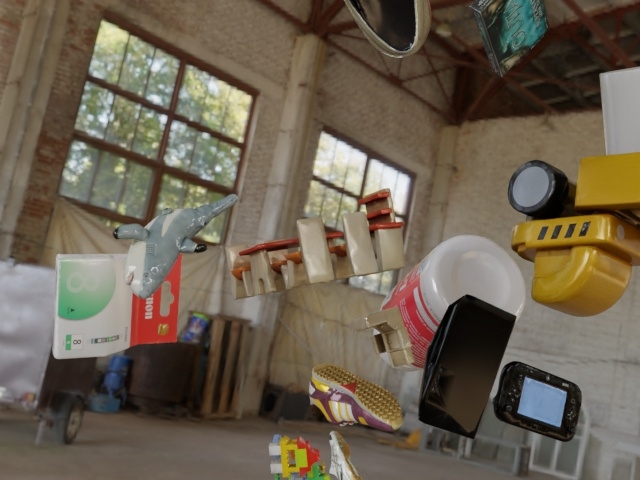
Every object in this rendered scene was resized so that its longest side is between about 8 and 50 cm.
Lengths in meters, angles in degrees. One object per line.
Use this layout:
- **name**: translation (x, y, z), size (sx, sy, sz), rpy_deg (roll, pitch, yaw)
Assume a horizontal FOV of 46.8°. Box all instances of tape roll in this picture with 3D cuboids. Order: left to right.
- **tape roll**: translation (0.629, -0.231, 1.312), size (0.246, 0.169, 0.246), rpy_deg (-8, 11, 2)

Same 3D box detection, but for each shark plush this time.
- **shark plush**: translation (-0.154, 0.003, 0.824), size (0.067, 0.073, 0.161), rpy_deg (33, 45, 28)

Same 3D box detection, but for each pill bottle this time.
- **pill bottle**: translation (0.273, 0.166, 1.702), size (0.229, 0.229, 0.408), rpy_deg (13, -28, -13)

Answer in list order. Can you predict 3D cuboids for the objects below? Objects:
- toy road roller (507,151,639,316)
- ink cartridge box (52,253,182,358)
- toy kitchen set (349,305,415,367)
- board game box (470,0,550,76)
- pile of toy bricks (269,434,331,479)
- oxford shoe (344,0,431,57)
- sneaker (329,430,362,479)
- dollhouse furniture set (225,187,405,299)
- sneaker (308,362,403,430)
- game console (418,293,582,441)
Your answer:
- **toy road roller**: translation (0.471, -0.001, 1.205), size (0.202, 0.241, 0.329), rpy_deg (18, -15, -39)
- **ink cartridge box**: translation (-0.357, 0.114, 1.320), size (0.224, 0.181, 0.056), rpy_deg (1, 14, -24)
- **toy kitchen set**: translation (0.078, 0.148, 1.063), size (0.075, 0.083, 0.068), rpy_deg (-11, -8, -43)
- **board game box**: translation (0.322, -0.373, 1.240), size (0.026, 0.126, 0.186), rpy_deg (44, 1, 33)
- **pile of toy bricks**: translation (-0.023, 0.424, 1.259), size (0.105, 0.212, 0.118), rpy_deg (-4, 7, 3)
- **oxford shoe**: translation (0.040, -0.377, 0.872), size (0.123, 0.348, 0.130), rpy_deg (-30, 17, 14)
- **sneaker**: translation (0.023, 0.300, 1.002), size (0.037, 0.083, 0.032), rpy_deg (-37, -38, 17)
- **dollhouse furniture set**: translation (0.000, 0.000, 1.175), size (0.259, 0.135, 0.262), rpy_deg (-8, -5, -31)
- **sneaker**: translation (0.057, 0.276, 1.221), size (0.069, 0.084, 0.185), rpy_deg (-14, 31, -43)
- **game console**: translation (0.315, 0.234, 1.227), size (0.361, 0.213, 0.044), rpy_deg (23, -6, -30)
